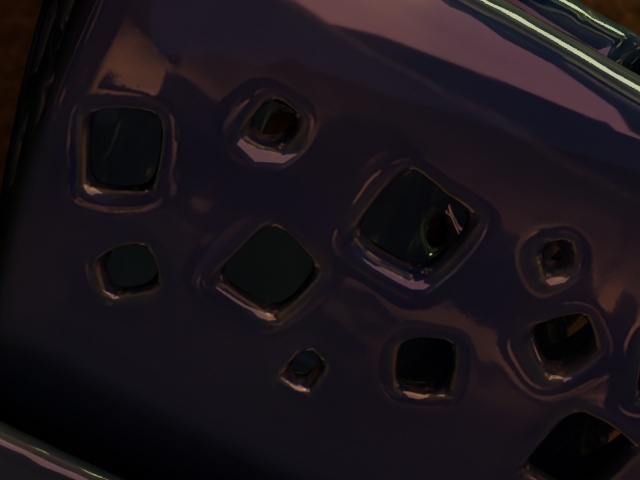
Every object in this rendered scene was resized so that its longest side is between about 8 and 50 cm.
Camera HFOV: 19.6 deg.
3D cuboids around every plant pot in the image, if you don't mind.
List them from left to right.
[{"bbox_3d":[0.000,0.000,0.610,0.236,0.236,0.212,25,103,-14],"label":"plant pot"}]
